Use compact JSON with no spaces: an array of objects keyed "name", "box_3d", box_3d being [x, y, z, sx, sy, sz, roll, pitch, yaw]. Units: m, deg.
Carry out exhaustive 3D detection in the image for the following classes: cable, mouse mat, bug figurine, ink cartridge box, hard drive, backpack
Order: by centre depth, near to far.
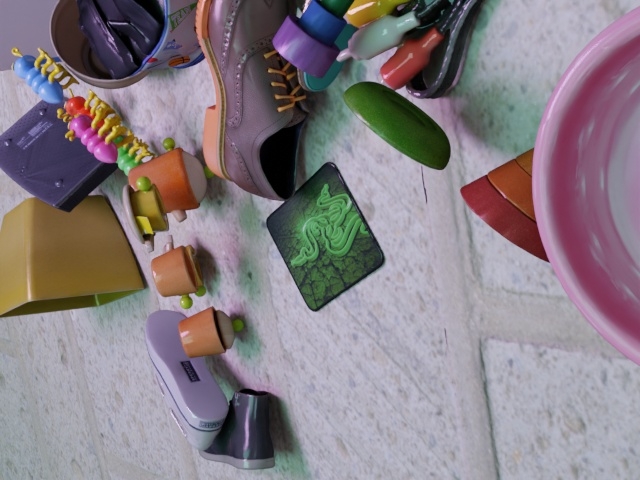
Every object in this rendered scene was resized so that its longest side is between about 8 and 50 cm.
[{"name":"cable","box_3d":[0.127,-0.235,0.871,0.287,0.072,0.139,-31,87,50]},{"name":"backpack","box_3d":[-0.219,-0.348,1.119,0.276,0.213,0.263,-27,76,57]},{"name":"mouse mat","box_3d":[0.000,0.000,1.169,0.190,0.007,0.152,-39,75,49]},{"name":"bug figurine","box_3d":[-0.356,-0.184,1.333,0.216,0.072,0.279,44,178,11]},{"name":"ink cartridge box","box_3d":[-0.602,-0.405,1.476,0.395,0.285,0.166,26,124,41]},{"name":"hard drive","box_3d":[-0.458,-0.151,1.521,0.255,0.172,0.054,32,161,37]}]

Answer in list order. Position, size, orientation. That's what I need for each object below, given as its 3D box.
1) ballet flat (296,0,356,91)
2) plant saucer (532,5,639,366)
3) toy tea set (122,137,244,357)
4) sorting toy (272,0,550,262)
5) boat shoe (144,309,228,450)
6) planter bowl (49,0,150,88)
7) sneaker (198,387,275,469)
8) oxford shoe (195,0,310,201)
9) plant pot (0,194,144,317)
[{"name":"ballet flat","box_3d":[0.009,-0.274,1.001,0.067,0.073,0.206,47,128,40]},{"name":"plant saucer","box_3d":[0.332,-0.037,0.697,0.332,0.084,0.332,18,117,40]},{"name":"toy tea set","box_3d":[-0.187,0.014,1.314,0.200,0.124,0.336,-108,1,-57]},{"name":"sorting toy","box_3d":[0.125,-0.138,0.860,0.365,0.127,0.126,40,110,9]},{"name":"boat shoe","box_3d":[-0.223,0.223,1.419,0.267,0.096,0.088,50,132,40]},{"name":"planter bowl","box_3d":[-0.313,-0.295,1.310,0.162,0.162,0.109,65,168,7]},{"name":"sneaker","box_3d":[-0.132,0.296,1.407,0.222,0.083,0.118,-11,76,59]},{"name":"oxford shoe","box_3d":[-0.062,-0.210,1.067,0.133,0.130,0.363,34,140,30]},{"name":"plant pot","box_3d":[-0.471,0.024,1.585,0.212,0.212,0.187,-19,79,51]}]
